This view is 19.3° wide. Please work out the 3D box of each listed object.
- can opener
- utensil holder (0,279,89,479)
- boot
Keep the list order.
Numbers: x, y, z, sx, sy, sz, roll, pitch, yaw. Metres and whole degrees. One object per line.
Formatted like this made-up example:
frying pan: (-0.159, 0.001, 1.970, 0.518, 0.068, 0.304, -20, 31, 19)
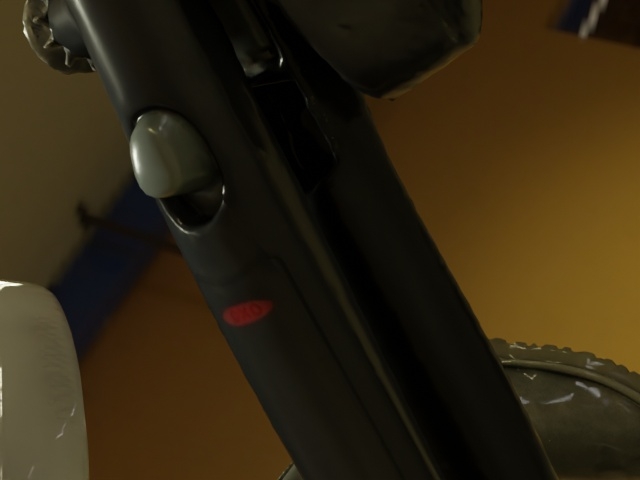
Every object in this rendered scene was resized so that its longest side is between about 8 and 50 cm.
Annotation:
can opener: (0.000, 0.000, 0.330, 0.059, 0.073, 0.186, -28, -78, -40)
utensil holder: (-0.309, 0.154, 0.689, 0.327, 0.385, 0.327, -172, 90, -72)
boot: (0.051, 0.137, 0.842, 0.076, 0.190, 0.208, 81, -153, -44)
